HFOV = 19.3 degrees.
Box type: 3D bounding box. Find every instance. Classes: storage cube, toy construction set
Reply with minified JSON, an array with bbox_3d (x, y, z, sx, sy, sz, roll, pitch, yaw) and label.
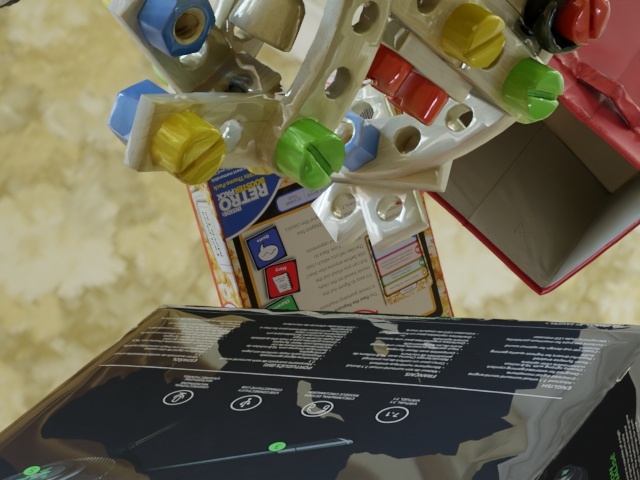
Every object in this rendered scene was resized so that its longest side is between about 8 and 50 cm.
[{"bbox_3d":[0.207,-0.108,1.566,0.183,0.193,0.215,42,-38,-3],"label":"storage cube"},{"bbox_3d":[0.028,-0.088,0.972,0.151,0.215,0.327,33,0,23],"label":"toy construction set"}]

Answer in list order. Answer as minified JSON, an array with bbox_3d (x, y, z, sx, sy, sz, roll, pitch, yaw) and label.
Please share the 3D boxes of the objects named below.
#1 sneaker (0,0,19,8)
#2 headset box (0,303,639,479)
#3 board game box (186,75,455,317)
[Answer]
[{"bbox_3d":[-0.152,-0.203,0.974,0.094,0.208,0.081,42,6,-34],"label":"sneaker"},{"bbox_3d":[-0.025,0.143,0.705,0.246,0.283,0.131,0,-66,31],"label":"headset box"},{"bbox_3d":[0.000,0.000,1.237,0.045,0.146,0.193,25,-47,62],"label":"board game box"}]
